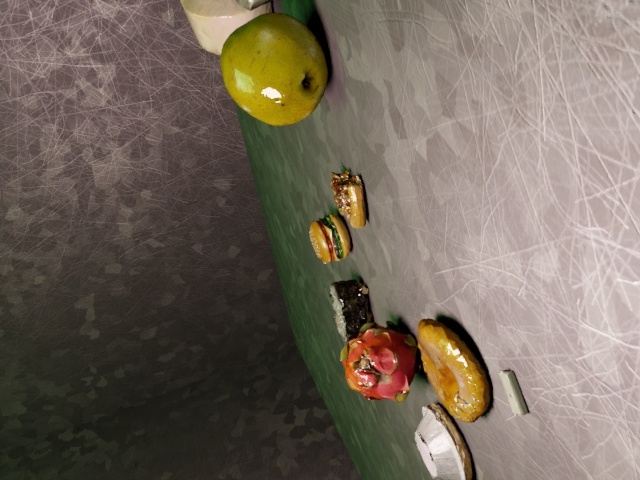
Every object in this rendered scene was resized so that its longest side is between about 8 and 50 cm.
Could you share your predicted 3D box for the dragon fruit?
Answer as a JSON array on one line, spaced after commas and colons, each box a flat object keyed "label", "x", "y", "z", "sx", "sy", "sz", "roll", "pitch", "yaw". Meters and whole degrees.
[{"label": "dragon fruit", "x": 0.164, "y": 0.331, "z": 1.719, "sx": 0.227, "sy": 0.224, "sz": 0.223, "roll": 112, "pitch": 139, "yaw": -81}]

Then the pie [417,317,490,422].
[{"label": "pie", "x": 0.289, "y": 0.287, "z": 1.401, "sx": 0.273, "sy": 0.069, "sz": 0.273, "roll": 157, "pitch": 90, "yaw": -81}]

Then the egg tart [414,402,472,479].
[{"label": "egg tart", "x": 0.313, "y": 0.546, "z": 1.649, "sx": 0.234, "sy": 0.094, "sz": 0.234, "roll": 159, "pitch": 90, "yaw": -80}]

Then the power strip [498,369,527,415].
[{"label": "power strip", "x": 0.360, "y": 0.284, "z": 1.176, "sx": 0.040, "sy": 0.016, "sz": 0.090, "roll": 135, "pitch": 117, "yaw": -78}]

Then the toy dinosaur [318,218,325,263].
[{"label": "toy dinosaur", "x": 0.014, "y": 0.045, "z": 2.322, "sx": 0.383, "sy": 0.076, "sz": 0.129, "roll": 103, "pitch": 153, "yaw": -63}]

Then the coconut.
[{"label": "coconut", "x": -0.293, "y": -0.749, "z": 1.974, "sx": 0.329, "sy": 0.329, "sz": 0.328, "roll": 161, "pitch": 90, "yaw": -79}]

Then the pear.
[{"label": "pear", "x": -0.113, "y": -0.439, "z": 1.632, "sx": 0.294, "sy": 0.295, "sz": 0.294, "roll": 161, "pitch": 90, "yaw": -79}]

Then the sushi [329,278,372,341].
[{"label": "sushi", "x": 0.102, "y": 0.223, "z": 2.076, "sx": 0.147, "sy": 0.115, "sz": 0.212, "roll": -141, "pitch": 35, "yaw": -64}]

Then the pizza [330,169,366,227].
[{"label": "pizza", "x": 0.067, "y": -0.134, "z": 1.758, "sx": 0.194, "sy": 0.069, "sz": 0.154, "roll": -126, "pitch": 19, "yaw": -52}]

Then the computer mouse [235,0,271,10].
[{"label": "computer mouse", "x": -0.119, "y": -0.729, "z": 1.510, "sx": 0.429, "sy": 0.146, "sz": 0.228, "roll": 133, "pitch": 125, "yaw": -64}]

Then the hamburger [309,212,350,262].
[{"label": "hamburger", "x": 0.030, "y": -0.007, "z": 2.035, "sx": 0.162, "sy": 0.115, "sz": 0.161, "roll": 161, "pitch": 90, "yaw": -81}]
